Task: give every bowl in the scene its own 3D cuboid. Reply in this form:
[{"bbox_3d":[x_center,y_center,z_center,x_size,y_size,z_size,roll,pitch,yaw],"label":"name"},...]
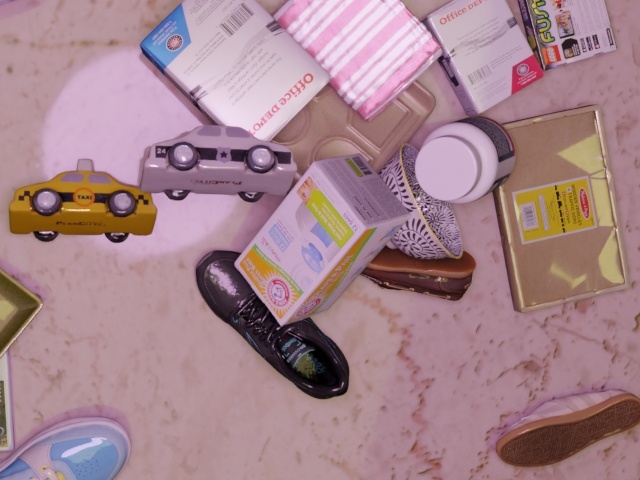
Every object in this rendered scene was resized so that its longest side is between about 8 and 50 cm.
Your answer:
[{"bbox_3d":[0.116,-0.037,1.623,0.080,0.170,0.170,-26,99,20],"label":"bowl"}]

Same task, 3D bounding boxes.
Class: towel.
[{"bbox_3d":[0.047,-0.273,1.608,0.144,0.029,0.197,-43,96,10],"label":"towel"}]

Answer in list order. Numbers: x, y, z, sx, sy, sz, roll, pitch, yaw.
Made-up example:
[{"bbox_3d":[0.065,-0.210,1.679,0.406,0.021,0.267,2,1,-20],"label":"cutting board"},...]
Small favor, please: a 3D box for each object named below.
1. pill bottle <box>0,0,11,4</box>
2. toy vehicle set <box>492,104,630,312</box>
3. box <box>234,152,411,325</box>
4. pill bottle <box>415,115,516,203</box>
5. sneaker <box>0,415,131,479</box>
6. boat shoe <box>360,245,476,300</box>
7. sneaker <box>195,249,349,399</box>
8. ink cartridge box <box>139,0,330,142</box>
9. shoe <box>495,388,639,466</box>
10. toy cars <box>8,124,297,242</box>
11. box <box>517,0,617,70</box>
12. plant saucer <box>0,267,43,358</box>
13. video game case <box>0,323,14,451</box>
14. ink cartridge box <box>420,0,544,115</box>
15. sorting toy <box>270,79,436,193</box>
[{"bbox_3d":[-0.446,-0.417,1.512,0.136,0.136,0.245,-17,96,-8],"label":"pill bottle"},{"bbox_3d":[0.332,-0.045,1.716,0.166,0.035,0.266,-11,96,-8],"label":"toy vehicle set"},{"bbox_3d":[0.000,0.000,1.568,0.114,0.103,0.203,52,126,17],"label":"box"},{"bbox_3d":[0.187,-0.104,1.601,0.108,0.180,0.107,4,100,20],"label":"pill bottle"},{"bbox_3d":[-0.375,0.353,1.537,0.319,0.208,0.127,-31,108,-5],"label":"sneaker"},{"bbox_3d":[0.106,0.040,1.669,0.207,0.073,0.073,14,132,-4],"label":"boat shoe"},{"bbox_3d":[-0.056,0.111,1.631,0.267,0.106,0.101,42,88,-8],"label":"sneaker"},{"bbox_3d":[-0.110,-0.226,1.577,0.148,0.086,0.203,-45,94,-5],"label":"ink cartridge box"},{"bbox_3d":[0.350,0.263,1.737,0.219,0.058,0.076,-17,117,-4],"label":"shoe"},{"bbox_3d":[-0.217,-0.081,1.539,0.394,0.176,0.087,-15,66,25],"label":"toy cars"},{"bbox_3d":[0.330,-0.349,1.694,0.114,0.036,0.207,-16,96,-8],"label":"box"},{"bbox_3d":[-0.487,0.099,1.570,0.188,0.045,0.188,38,78,-2],"label":"plant saucer"},{"bbox_3d":[-0.505,0.198,1.606,0.190,0.022,0.173,-3,94,-10],"label":"video game case"},{"bbox_3d":[0.219,-0.263,1.668,0.109,0.063,0.150,-30,97,-6],"label":"ink cartridge box"},{"bbox_3d":[-0.027,-0.197,1.650,0.307,0.041,0.229,39,85,-3],"label":"sorting toy"}]
